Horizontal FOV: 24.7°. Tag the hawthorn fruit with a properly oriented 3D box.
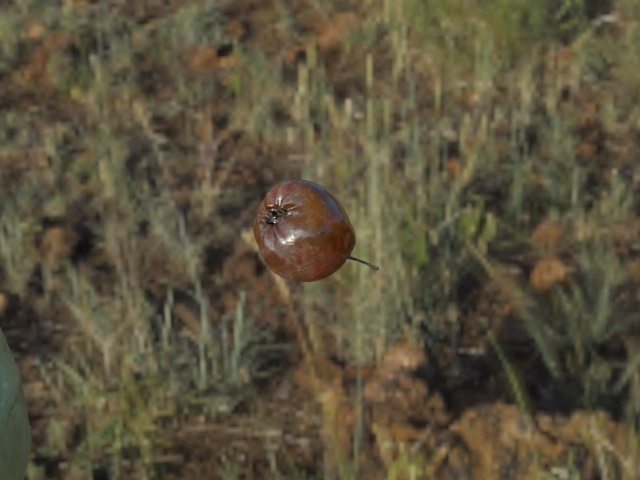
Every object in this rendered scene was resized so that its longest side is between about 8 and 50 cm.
[{"bbox_3d":[0.000,0.000,0.990,0.066,0.067,0.103,25,-1,44],"label":"hawthorn fruit"}]

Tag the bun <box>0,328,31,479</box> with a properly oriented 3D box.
[{"bbox_3d":[-0.337,0.158,1.104,0.293,0.293,0.187,-23,16,-38],"label":"bun"}]
